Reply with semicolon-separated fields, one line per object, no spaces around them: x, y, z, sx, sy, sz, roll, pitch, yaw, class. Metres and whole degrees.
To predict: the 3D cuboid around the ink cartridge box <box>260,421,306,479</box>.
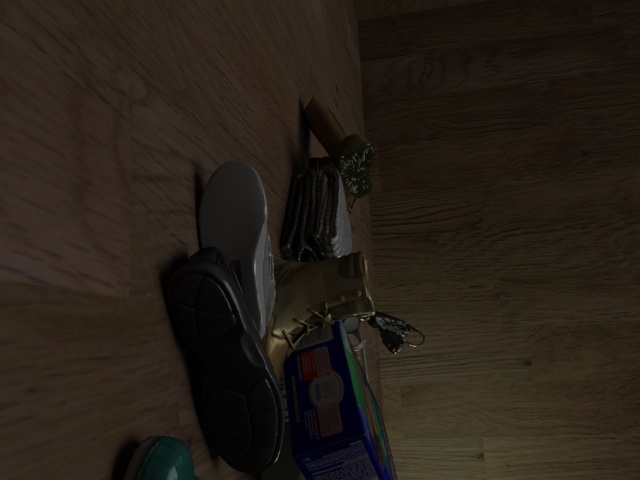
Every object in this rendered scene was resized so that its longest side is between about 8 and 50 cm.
-0.052;0.374;0.987;0.150;0.063;0.109;59;27;-67;ink cartridge box

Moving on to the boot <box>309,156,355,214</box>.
0.044;-0.078;1.557;0.112;0.115;0.305;-62;147;-73;boot

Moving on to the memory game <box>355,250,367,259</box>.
0.046;0.104;1.375;0.012;0.186;0.186;39;34;-23;memory game

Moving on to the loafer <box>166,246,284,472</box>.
-0.105;0.150;0.719;0.095;0.109;0.302;-79;159;-67;loafer

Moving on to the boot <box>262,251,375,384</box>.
-0.013;0.129;0.919;0.262;0.203;0.095;-86;165;-44;boot

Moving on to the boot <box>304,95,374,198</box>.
0.033;-0.258;1.407;0.236;0.089;0.269;81;-17;-61;boot

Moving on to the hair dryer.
0.103;0.199;1.417;0.080;0.293;0.223;-61;158;8;hair dryer

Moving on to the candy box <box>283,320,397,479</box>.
0.042;0.329;0.985;0.268;0.122;0.317;-102;174;-53;candy box

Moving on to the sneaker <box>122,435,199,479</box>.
-0.113;0.335;0.537;0.108;0.121;0.302;0;85;-79;sneaker

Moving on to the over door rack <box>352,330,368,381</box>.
0.061;0.306;1.544;0.324;0.108;0.239;-106;-173;-69;over door rack

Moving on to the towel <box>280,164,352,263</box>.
0.000;0.000;1.293;0.283;0.121;0.235;-85;167;-47;towel

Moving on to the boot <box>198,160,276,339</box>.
-0.112;0.019;0.813;0.123;0.095;0.258;-60;151;-85;boot
